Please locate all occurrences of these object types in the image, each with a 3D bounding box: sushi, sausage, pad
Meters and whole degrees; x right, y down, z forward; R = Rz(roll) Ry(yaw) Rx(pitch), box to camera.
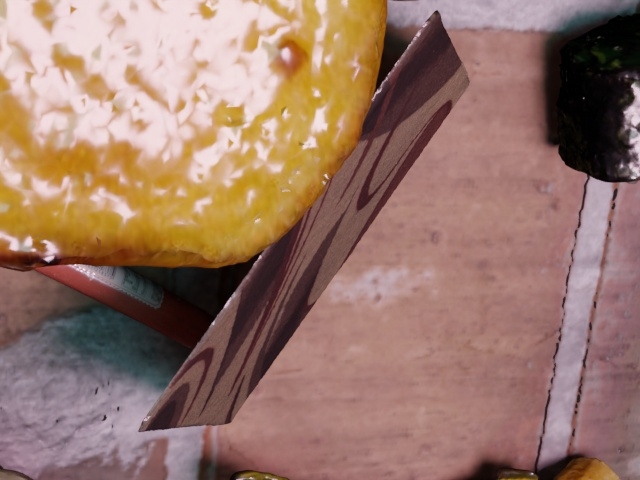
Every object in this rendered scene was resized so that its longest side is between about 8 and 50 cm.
[{"bbox_3d":[0.294,-0.119,1.073,0.225,0.124,0.127,-8,110,-15],"label":"sushi"},{"bbox_3d":[-0.166,0.024,0.969,0.253,0.034,0.034,31,93,-29],"label":"sausage"},{"bbox_3d":[0.000,0.000,0.958,0.004,0.220,0.330,36,93,13],"label":"pad"}]

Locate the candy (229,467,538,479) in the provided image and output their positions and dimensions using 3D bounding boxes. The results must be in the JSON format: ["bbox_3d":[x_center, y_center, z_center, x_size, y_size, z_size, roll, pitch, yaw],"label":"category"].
[{"bbox_3d":[0.035,0.265,1.113,0.297,0.081,0.187,9,107,-29],"label":"candy"}]

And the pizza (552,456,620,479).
[{"bbox_3d":[0.192,0.341,1.175,0.289,0.081,0.228,-54,149,-29],"label":"pizza"}]

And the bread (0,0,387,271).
[{"bbox_3d":[-0.124,-0.126,0.786,0.358,0.204,0.336,-2,118,-31],"label":"bread"}]

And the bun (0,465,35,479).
[{"bbox_3d":[-0.252,0.253,0.952,0.231,0.133,0.231,0,90,-5],"label":"bun"}]
